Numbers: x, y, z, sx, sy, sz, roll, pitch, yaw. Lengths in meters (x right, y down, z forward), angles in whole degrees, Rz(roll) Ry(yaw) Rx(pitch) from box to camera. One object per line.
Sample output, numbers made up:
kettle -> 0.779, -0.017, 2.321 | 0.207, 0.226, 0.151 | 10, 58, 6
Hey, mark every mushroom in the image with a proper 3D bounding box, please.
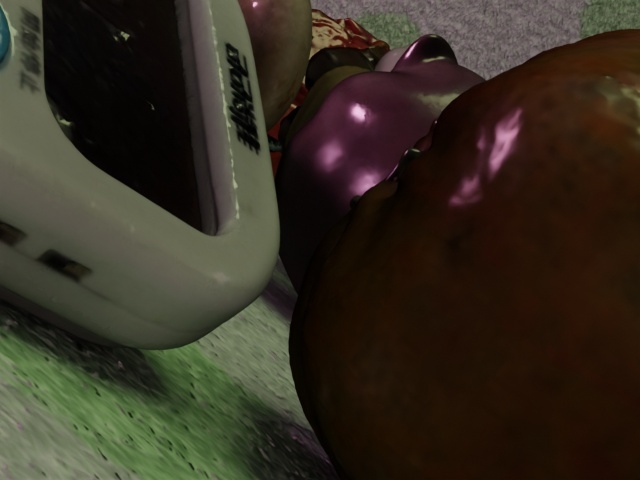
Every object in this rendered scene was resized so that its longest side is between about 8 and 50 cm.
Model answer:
mushroom -> -0.112, -0.165, 1.221 | 0.207, 0.207, 0.215 | 39, 0, 14

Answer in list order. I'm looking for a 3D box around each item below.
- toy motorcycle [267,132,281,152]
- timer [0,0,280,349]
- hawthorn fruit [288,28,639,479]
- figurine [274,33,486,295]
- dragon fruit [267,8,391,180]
toy motorcycle -> -0.142, -0.111, 1.019 | 0.187, 0.125, 0.275 | 29, 6, 22
timer -> -0.123, -0.082, 0.676 | 0.237, 0.087, 0.262 | 35, 33, -40
hawthorn fruit -> 0.140, 0.064, 0.712 | 0.301, 0.268, 0.268 | 40, 5, 3
figurine -> 0.064, -0.039, 1.222 | 0.206, 0.218, 0.365 | 36, 10, -9
dragon fruit -> 0.016, -0.103, 1.594 | 0.317, 0.205, 0.152 | 33, 7, -36
